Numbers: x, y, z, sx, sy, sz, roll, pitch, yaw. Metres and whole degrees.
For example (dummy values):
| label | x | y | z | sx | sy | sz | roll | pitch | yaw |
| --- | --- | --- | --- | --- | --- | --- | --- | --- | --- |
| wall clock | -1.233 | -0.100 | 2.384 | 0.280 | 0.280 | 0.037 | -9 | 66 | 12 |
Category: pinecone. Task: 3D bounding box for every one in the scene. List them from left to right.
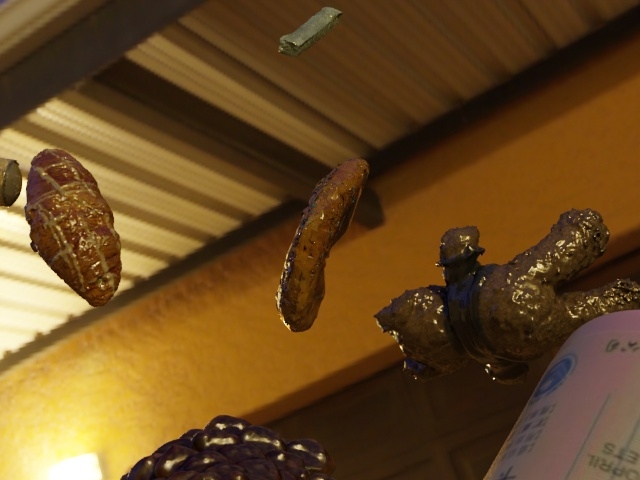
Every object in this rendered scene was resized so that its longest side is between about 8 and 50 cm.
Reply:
| label | x | y | z | sx | sy | sz | roll | pitch | yaw |
| --- | --- | --- | --- | --- | --- | --- | --- | --- | --- |
| pinecone | -0.074 | 0.244 | 0.849 | 0.201 | 0.202 | 0.229 | -37 | 12 | 45 |

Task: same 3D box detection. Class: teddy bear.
| label | x | y | z | sx | sy | sz | roll | pitch | yaw |
| --- | --- | --- | --- | --- | --- | --- | --- | --- | --- |
| teddy bear | 0.180 | 0.063 | 1.078 | 0.251 | 0.182 | 0.129 | -22 | 9 | 14 |

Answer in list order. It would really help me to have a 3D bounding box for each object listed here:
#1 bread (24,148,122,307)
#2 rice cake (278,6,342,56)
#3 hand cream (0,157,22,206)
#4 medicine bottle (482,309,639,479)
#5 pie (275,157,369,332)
| label | x | y | z | sx | sy | sz | roll | pitch | yaw |
| --- | --- | --- | --- | --- | --- | --- | --- | --- | --- |
| bread | -0.304 | -0.029 | 1.351 | 0.105 | 0.233 | 0.076 | -13 | -30 | -25 |
| rice cake | -0.009 | -0.214 | 1.144 | 0.121 | 0.022 | 0.021 | -49 | -22 | -55 |
| hand cream | -0.377 | -0.064 | 1.043 | 0.203 | 0.084 | 0.084 | 7 | -23 | 5 |
| medicine bottle | 0.151 | 0.167 | 0.599 | 0.254 | 0.152 | 0.152 | -48 | -2 | -38 |
| pie | -0.001 | 0.000 | 1.567 | 0.069 | 0.273 | 0.273 | 20 | -28 | 1 |
